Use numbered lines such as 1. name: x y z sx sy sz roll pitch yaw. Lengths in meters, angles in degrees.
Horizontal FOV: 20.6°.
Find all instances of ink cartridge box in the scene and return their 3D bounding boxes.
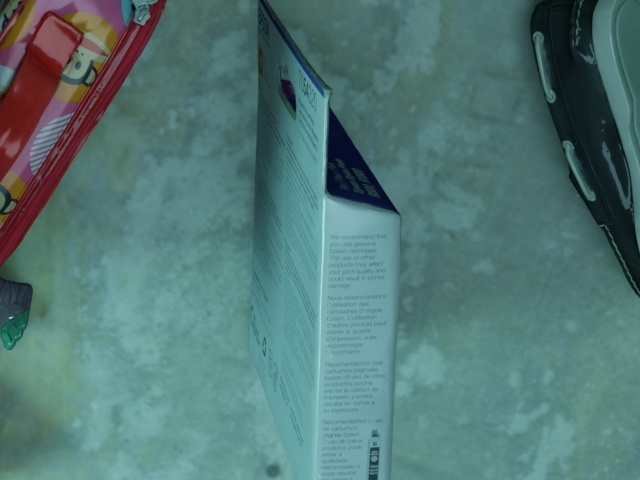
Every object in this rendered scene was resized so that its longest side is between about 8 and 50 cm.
1. ink cartridge box: 0.000 0.000 1.366 0.071 0.324 0.330 0 111 -10

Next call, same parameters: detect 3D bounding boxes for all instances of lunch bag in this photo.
1. lunch bag: -0.228 -0.113 1.321 0.120 0.258 0.293 31 103 -18

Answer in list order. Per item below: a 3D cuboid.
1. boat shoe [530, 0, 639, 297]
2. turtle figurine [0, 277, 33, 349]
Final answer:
1. boat shoe: 0.258 -0.075 1.510 0.114 0.091 0.303 -36 119 -43
2. turtle figurine: -0.358 0.028 1.417 0.234 0.175 0.118 21 88 -24
